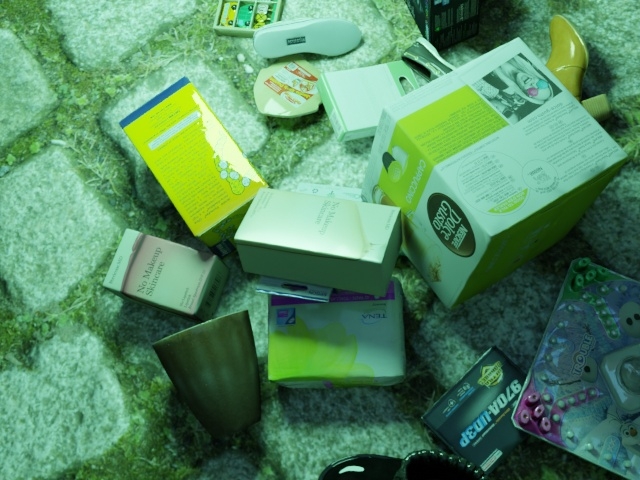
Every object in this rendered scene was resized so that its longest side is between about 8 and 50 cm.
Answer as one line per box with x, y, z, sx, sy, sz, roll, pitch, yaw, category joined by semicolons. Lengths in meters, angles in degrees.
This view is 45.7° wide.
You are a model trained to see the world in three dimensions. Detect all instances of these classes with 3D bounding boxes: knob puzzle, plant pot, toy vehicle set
-0.078;-0.363;1.868;0.213;0.030;0.213;0;58;1;knob puzzle
-0.217;0.292;1.612;0.215;0.215;0.231;-21;84;2;plant pot
-0.172;-0.655;1.989;0.165;0.035;0.267;7;73;11;toy vehicle set

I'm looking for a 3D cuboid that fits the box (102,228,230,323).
-0.346;0.085;1.727;0.232;0.127;0.149;15;76;14;box

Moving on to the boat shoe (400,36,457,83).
0.283;-0.389;1.806;0.068;0.081;0.228;-39;63;-1;boat shoe

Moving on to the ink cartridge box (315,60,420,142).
0.127;-0.339;1.828;0.235;0.056;0.171;-13;69;-21;ink cartridge box

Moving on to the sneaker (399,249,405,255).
0.184;0.000;1.691;0.190;0.083;0.071;-9;69;5;sneaker

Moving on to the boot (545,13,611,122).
0.514;-0.364;1.744;0.211;0.104;0.295;-19;74;2;boot

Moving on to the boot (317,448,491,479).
0.149;0.468;1.447;0.347;0.260;0.131;-3;72;8;boot

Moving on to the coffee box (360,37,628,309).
0.328;-0.125;1.535;0.338;0.338;0.334;-29;69;-18;coffee box

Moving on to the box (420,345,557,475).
0.343;0.354;1.564;0.220;0.051;0.175;-43;71;-6;box

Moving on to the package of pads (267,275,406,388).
0.034;0.203;1.638;0.296;0.101;0.229;-4;71;9;package of pads

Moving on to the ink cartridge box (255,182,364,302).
-0.014;0.013;1.661;0.165;0.065;0.333;8;49;15;ink cartridge box

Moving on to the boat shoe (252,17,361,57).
-0.036;-0.511;1.895;0.267;0.096;0.088;-10;38;-2;boat shoe

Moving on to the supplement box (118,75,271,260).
-0.271;-0.164;1.760;0.195;0.194;0.357;-36;70;-3;supplement box

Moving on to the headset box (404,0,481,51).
0.264;-0.639;1.799;0.131;0.246;0.283;-22;71;1;headset box

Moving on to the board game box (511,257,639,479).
0.632;0.269;1.514;0.389;0.050;0.390;23;73;11;board game box

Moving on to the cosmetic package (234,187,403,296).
0.000;0.000;1.554;0.309;0.113;0.160;8;50;17;cosmetic package
